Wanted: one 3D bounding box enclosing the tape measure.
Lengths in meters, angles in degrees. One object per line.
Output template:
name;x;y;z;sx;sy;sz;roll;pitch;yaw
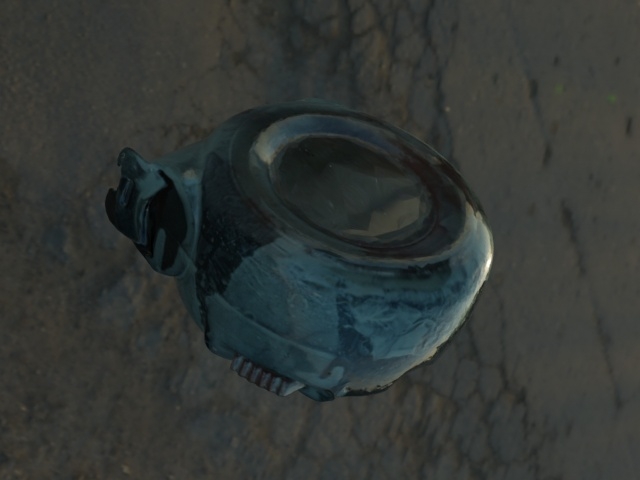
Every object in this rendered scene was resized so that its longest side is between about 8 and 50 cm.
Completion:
tape measure;0.000;0.000;0.892;0.256;0.275;0.147;-30;152;-45
